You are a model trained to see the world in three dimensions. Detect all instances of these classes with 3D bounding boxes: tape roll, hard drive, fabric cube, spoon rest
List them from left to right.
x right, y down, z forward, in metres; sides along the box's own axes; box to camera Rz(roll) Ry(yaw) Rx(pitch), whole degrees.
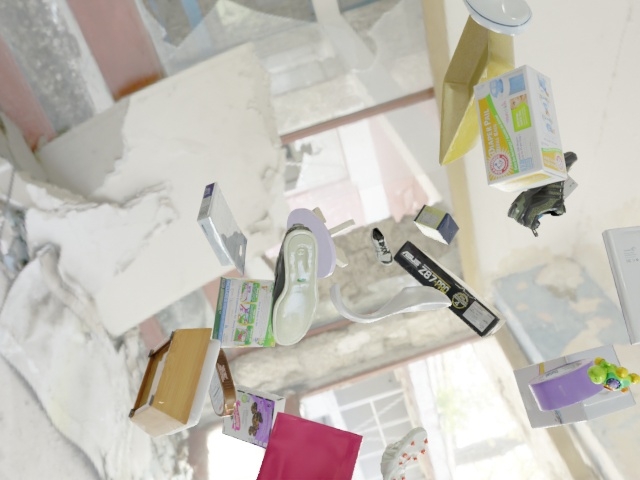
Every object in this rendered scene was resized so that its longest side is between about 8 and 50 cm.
[{"bbox_3d":[-0.039,0.675,1.795,0.259,0.254,0.258,94,11,-55],"label":"fabric cube"},{"bbox_3d":[0.159,0.145,1.437,0.137,0.276,0.084,128,-35,-73],"label":"spoon rest"},{"bbox_3d":[0.677,0.397,1.762,0.189,0.189,0.080,76,-9,-78],"label":"tape roll"},{"bbox_3d":[0.912,0.113,1.735,0.040,0.210,0.318,82,1,-71],"label":"hard drive"}]

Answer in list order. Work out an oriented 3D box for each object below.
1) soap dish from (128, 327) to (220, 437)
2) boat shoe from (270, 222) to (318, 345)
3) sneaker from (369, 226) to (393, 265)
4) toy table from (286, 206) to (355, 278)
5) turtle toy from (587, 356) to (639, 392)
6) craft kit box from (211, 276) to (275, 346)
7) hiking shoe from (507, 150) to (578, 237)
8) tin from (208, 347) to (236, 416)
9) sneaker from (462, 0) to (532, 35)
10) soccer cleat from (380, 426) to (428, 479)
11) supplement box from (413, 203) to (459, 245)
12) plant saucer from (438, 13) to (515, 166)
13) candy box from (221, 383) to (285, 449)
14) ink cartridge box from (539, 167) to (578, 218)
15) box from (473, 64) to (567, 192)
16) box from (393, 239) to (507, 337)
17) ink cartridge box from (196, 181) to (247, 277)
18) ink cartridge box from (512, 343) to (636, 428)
[{"bbox_3d":[-0.357,0.342,1.538,0.291,0.118,0.229,-38,-145,55],"label":"soap dish"},{"bbox_3d":[-0.049,0.083,1.199,0.079,0.084,0.233,-132,-133,-67],"label":"boat shoe"},{"bbox_3d":[0.120,0.011,1.279,0.037,0.032,0.083,85,-20,-65],"label":"sneaker"},{"bbox_3d":[0.000,0.000,2.402,0.161,0.252,0.274,-14,86,-54],"label":"toy table"},{"bbox_3d":[0.712,0.333,1.572,0.130,0.066,0.095,26,-1,-24],"label":"turtle toy"},{"bbox_3d":[-0.262,0.261,2.320,0.061,0.247,0.249,14,-85,56],"label":"craft kit box"},{"bbox_3d":[0.574,-0.117,1.591,0.114,0.227,0.086,42,2,7],"label":"hiking shoe"},{"bbox_3d":[-0.267,0.372,1.680,0.189,0.040,0.106,66,-33,33],"label":"tin"},{"bbox_3d":[0.303,-0.495,1.208,0.258,0.094,0.091,52,-5,18],"label":"sneaker"},{"bbox_3d":[0.174,0.464,1.398,0.076,0.068,0.196,60,-40,45],"label":"soccer cleat"},{"bbox_3d":[0.304,-0.041,1.672,0.083,0.056,0.083,26,-12,41],"label":"supplement box"},{"bbox_3d":[0.368,-0.387,1.489,0.332,0.081,0.332,104,-3,-53],"label":"plant saucer"},{"bbox_3d":[-0.224,0.583,2.120,0.070,0.196,0.164,4,94,-61],"label":"candy box"},{"bbox_3d":[0.765,-0.150,2.084,0.060,0.104,0.180,46,-25,6],"label":"ink cartridge box"},{"bbox_3d":[0.371,-0.202,1.190,0.103,0.114,0.203,7,73,-45],"label":"box"},{"bbox_3d":[0.450,0.172,2.193,0.395,0.097,0.318,42,6,21],"label":"box"},{"bbox_3d":[-0.285,-0.028,1.872,0.223,0.045,0.224,-95,163,-60],"label":"ink cartridge box"},{"bbox_3d":[0.784,0.459,1.994,0.270,0.198,0.197,132,-54,-62],"label":"ink cartridge box"}]
